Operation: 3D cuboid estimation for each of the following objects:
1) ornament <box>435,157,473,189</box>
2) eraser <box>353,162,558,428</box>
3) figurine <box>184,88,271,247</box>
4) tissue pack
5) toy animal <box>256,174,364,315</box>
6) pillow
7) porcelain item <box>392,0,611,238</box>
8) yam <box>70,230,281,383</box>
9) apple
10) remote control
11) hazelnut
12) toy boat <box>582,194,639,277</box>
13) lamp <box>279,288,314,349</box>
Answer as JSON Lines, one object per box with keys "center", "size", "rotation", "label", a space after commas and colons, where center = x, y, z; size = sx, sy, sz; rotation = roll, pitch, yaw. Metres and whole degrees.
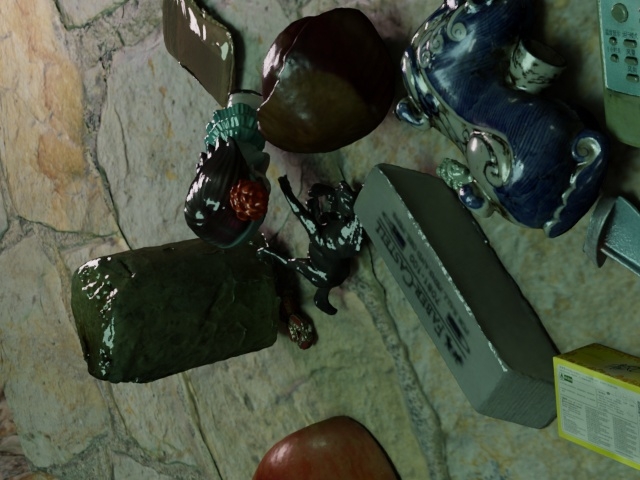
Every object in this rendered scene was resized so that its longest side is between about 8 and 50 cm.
{"center": [0.180, -0.069, 1.750], "size": [0.092, 0.041, 0.068], "rotation": [-13, 100, 52], "label": "ornament"}
{"center": [0.163, 0.063, 1.817], "size": [0.352, 0.077, 0.111], "rotation": [59, 149, 22], "label": "eraser"}
{"center": [-0.116, -0.103, 2.098], "size": [0.138, 0.110, 0.245], "rotation": [121, 160, -45], "label": "figurine"}
{"center": [0.323, 0.176, 1.615], "size": [0.176, 0.062, 0.095], "rotation": [18, 120, 57], "label": "tissue pack"}
{"center": [0.000, 0.000, 2.065], "size": [0.148, 0.085, 0.232], "rotation": [51, 142, 31], "label": "toy animal"}
{"center": [-0.177, -0.286, 2.264], "size": [0.211, 0.034, 0.135], "rotation": [49, 148, 39], "label": "pillow"}
{"center": [0.197, -0.146, 1.599], "size": [0.288, 0.138, 0.186], "rotation": [56, 131, 35], "label": "porcelain item"}
{"center": [-0.206, 0.095, 2.241], "size": [0.195, 0.300, 0.195], "rotation": [43, 141, 51], "label": "yam"}
{"center": [-0.007, 0.409, 2.235], "size": [0.251, 0.163, 0.293], "rotation": [58, 151, 26], "label": "apple"}
{"center": [0.300, -0.201, 1.460], "size": [0.098, 0.038, 0.233], "rotation": [20, 122, 55], "label": "remote control"}
{"center": [-0.002, -0.187, 1.860], "size": [0.202, 0.170, 0.160], "rotation": [-20, 87, 52], "label": "hazelnut"}
{"center": [0.323, 0.012, 1.562], "size": [0.122, 0.034, 0.096], "rotation": [37, 138, 34], "label": "toy boat"}
{"center": [-0.035, 0.119, 2.253], "size": [0.083, 0.031, 0.063], "rotation": [58, 154, 23], "label": "lamp"}
